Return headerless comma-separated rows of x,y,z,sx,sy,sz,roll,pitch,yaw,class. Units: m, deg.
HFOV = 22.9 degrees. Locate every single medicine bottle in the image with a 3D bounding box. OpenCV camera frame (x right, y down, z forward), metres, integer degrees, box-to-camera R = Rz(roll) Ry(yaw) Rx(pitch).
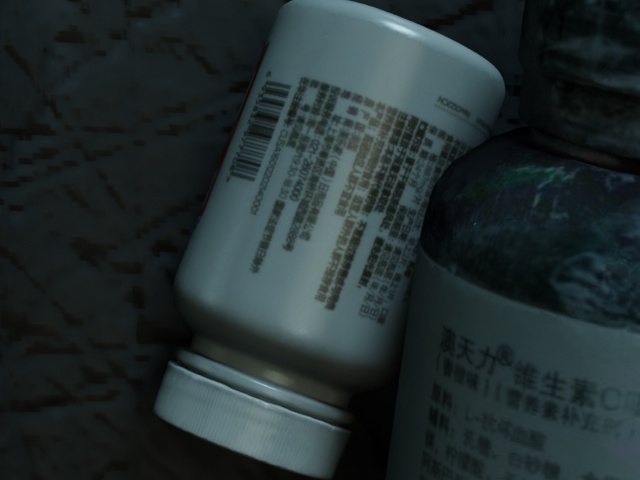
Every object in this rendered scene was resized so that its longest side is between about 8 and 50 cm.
0.090,0.065,0.459,0.141,0.141,0.293,5,105,-11,medicine bottle
0.000,0.000,0.503,0.079,0.079,0.140,21,87,-11,medicine bottle
